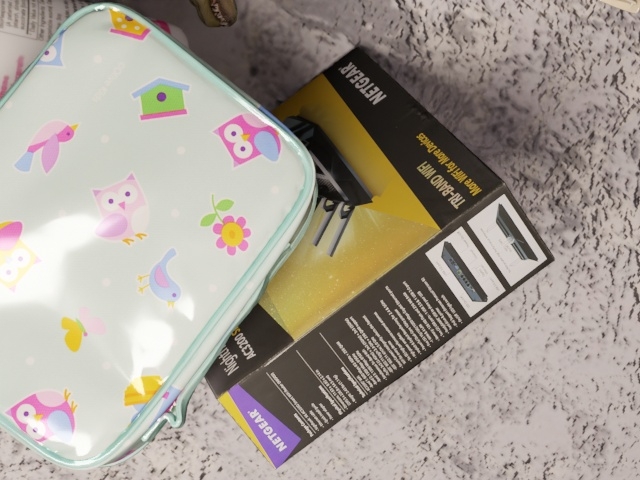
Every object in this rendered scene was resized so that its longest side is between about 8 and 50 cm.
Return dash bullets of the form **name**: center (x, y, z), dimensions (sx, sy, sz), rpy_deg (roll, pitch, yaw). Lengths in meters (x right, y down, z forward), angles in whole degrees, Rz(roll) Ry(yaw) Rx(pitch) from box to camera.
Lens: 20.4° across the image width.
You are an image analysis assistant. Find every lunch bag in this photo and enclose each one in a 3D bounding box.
- **lunch bag**: center (-0.144, 0.007, 1.174), dimensions (0.224, 0.108, 0.279), rpy_deg (37, 85, 0)

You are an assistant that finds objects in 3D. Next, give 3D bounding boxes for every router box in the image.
- **router box**: center (0.000, 0.000, 1.323), dimensions (0.243, 0.309, 0.081), rpy_deg (-38, 120, -1)

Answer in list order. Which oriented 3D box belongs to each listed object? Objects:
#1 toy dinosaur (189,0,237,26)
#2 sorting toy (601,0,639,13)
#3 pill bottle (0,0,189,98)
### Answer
- **toy dinosaur**: center (-0.170, -0.253, 1.321), dimensions (0.118, 0.064, 0.268), rpy_deg (-37, 113, -8)
- **sorting toy**: center (0.233, -0.237, 1.452), dimensions (0.083, 0.045, 0.075), rpy_deg (24, 94, -22)
- **pill bottle**: center (-0.250, -0.109, 1.292), dimensions (0.283, 0.160, 0.160), rpy_deg (11, 106, -19)
